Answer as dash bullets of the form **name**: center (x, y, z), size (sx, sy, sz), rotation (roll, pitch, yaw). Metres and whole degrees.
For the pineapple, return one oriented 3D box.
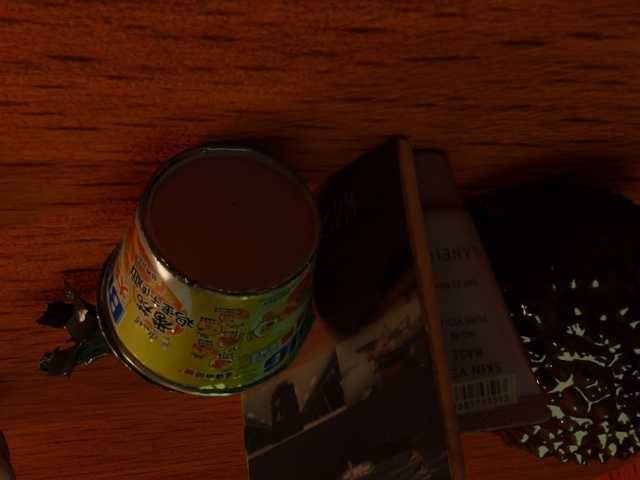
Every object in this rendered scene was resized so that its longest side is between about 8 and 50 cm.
- **pineapple**: center (-0.162, 0.093, 1.504), size (0.277, 0.119, 0.130), rotation (0, -161, -31)

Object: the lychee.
- **lychee**: center (0.254, 0.089, 1.517), size (0.306, 0.330, 0.306), rotation (-38, 178, -2)

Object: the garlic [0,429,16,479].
- **garlic**: center (-0.483, 0.276, 1.689), size (0.281, 0.184, 0.203), rotation (-8, 143, 47)

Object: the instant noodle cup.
- **instant noodle cup**: center (-0.092, 0.016, 1.253), size (0.205, 0.205, 0.153), rotation (-7, 147, -19)

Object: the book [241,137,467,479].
- **book**: center (0.014, 0.121, 1.309), size (0.028, 0.374, 0.262), rotation (16, 144, -38)

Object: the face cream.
- **face cream**: center (0.113, 0.054, 1.338), size (0.154, 0.274, 0.096), rotation (-5, 157, -26)
